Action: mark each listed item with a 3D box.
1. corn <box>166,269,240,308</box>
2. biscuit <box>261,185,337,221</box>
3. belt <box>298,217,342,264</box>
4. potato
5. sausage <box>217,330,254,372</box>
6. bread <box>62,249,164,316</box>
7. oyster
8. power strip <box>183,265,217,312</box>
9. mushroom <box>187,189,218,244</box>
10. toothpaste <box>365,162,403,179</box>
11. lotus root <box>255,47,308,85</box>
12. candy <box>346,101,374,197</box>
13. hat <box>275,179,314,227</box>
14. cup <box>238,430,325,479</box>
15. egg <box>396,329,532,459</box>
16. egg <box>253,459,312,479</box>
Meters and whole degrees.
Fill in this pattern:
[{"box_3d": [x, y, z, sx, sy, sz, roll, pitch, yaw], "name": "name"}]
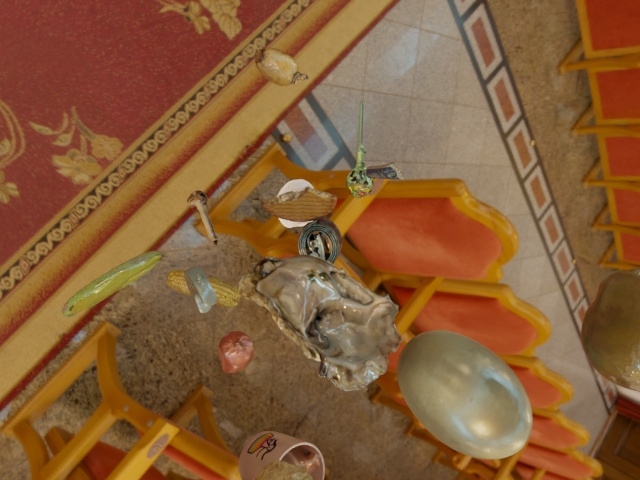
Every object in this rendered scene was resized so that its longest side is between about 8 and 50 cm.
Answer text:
[{"box_3d": [-0.474, 0.193, 1.890, 0.313, 0.102, 0.101, 20, 91, -19], "name": "corn"}, {"box_3d": [-0.069, -0.115, 1.448, 0.176, 0.229, 0.031, 104, -6, -55], "name": "biscuit"}, {"box_3d": [0.000, 0.000, 2.237, 0.116, 0.207, 0.267, -60, 153, -59], "name": "belt"}, {"box_3d": [0.581, 0.163, 0.857, 0.160, 0.178, 0.235, -5, 100, -44], "name": "potato"}, {"box_3d": [-0.337, 0.440, 1.842, 0.148, 0.148, 0.254, -38, 167, -24], "name": "sausage"}, {"box_3d": [-0.561, 0.111, 1.253, 0.301, 0.301, 0.045, -37, 94, -24], "name": "bread"}, {"box_3d": [0.001, 0.061, 0.434, 0.108, 0.166, 0.053, -37, 160, -27], "name": "oyster"}, {"box_3d": [-0.352, 0.139, 1.354, 0.044, 0.216, 0.137, -26, 83, -23], "name": "power strip"}, {"box_3d": [-0.367, -0.070, 1.462, 0.061, 0.060, 0.187, -21, 81, 0], "name": "mushroom"}, {"box_3d": [0.173, -0.194, 1.314, 0.035, 0.197, 0.057, -41, 108, -11], "name": "toothpaste"}, {"box_3d": [-0.153, -0.668, 1.814, 0.221, 0.125, 0.118, 26, 85, -25], "name": "lotus root"}, {"box_3d": [0.131, -0.288, 1.481, 0.091, 0.083, 0.305, 1, 91, -48], "name": "candy"}, {"box_3d": [-0.067, -0.140, 1.822, 0.203, 0.126, 0.203, -5, 99, -30], "name": "hat"}, {"box_3d": [-0.143, 0.683, 1.344, 0.253, 0.200, 0.191, -37, 110, -37], "name": "cup"}, {"box_3d": [0.351, 0.377, 1.154, 0.258, 0.352, 0.258, -47, 172, -9], "name": "egg"}, {"box_3d": [-0.069, 0.465, 0.846, 0.118, 0.140, 0.116, -1, 88, -25], "name": "egg"}]
